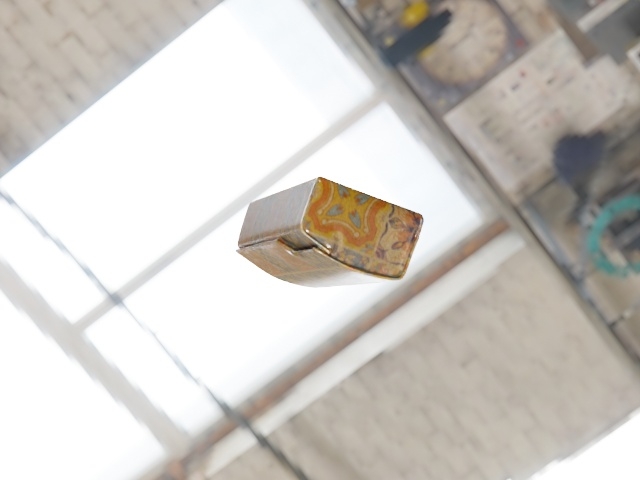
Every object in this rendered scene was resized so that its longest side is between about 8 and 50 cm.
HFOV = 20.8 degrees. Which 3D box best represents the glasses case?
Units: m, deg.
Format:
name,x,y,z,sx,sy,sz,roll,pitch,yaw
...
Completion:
name,x,y,z,sx,sy,sz,roll,pitch,yaw
glasses case,0.000,0.000,1.172,0.075,0.049,0.218,20,173,-12
